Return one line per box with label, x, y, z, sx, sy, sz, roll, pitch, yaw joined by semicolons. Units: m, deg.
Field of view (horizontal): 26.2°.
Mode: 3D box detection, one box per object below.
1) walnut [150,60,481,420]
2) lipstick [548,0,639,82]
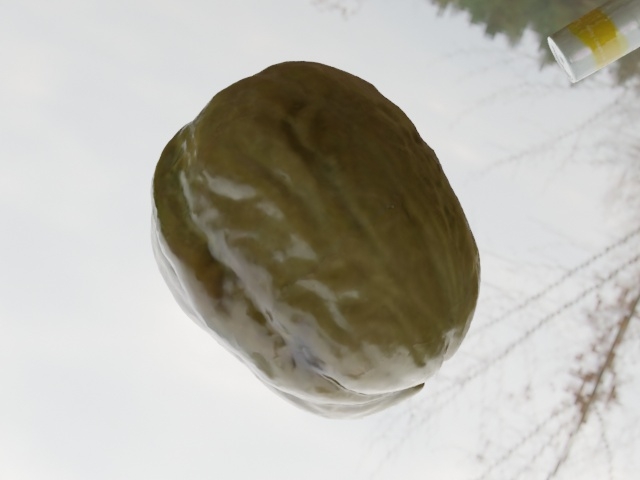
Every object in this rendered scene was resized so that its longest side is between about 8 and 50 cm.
walnut;0.000;0.000;1.062;0.282;0.227;0.283;20;-136;-20
lipstick;0.362;-0.252;1.413;0.059;0.264;0.059;59;-177;-6
